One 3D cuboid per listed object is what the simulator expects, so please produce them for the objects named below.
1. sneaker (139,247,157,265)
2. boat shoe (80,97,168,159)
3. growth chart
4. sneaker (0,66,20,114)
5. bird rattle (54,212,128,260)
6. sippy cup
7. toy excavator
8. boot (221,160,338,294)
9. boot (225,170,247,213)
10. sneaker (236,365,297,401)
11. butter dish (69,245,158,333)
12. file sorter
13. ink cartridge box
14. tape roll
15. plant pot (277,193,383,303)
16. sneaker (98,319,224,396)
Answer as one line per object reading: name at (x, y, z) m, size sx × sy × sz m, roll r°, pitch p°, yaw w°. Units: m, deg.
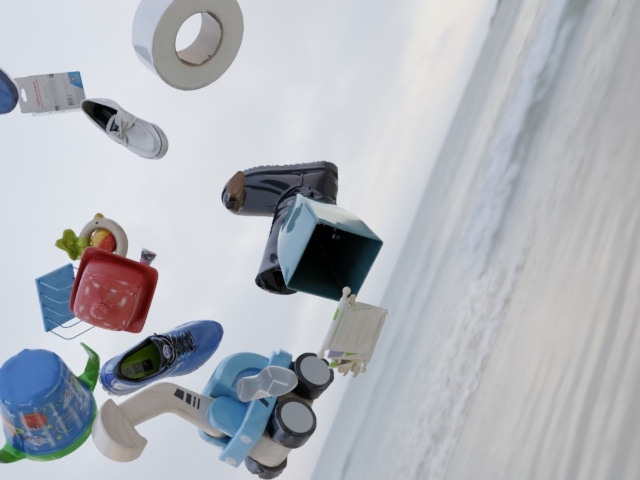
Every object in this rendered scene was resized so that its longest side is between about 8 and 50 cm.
sneaker at (-0.509, 0.058, 2.202) m, size 0.057 × 0.047 × 0.119 m, roll -63°, pitch 3°, yaw -17°
boat shoe at (-0.501, -0.289, 1.914) m, size 0.096 × 0.267 × 0.088 m, roll -58°, pitch -22°, yaw 17°
growth chart at (0.070, 0.196, 1.548) m, size 0.237 × 0.021 × 0.172 m, roll 29°, pitch -94°, yaw -59°
sneaker at (-0.720, -0.285, 1.427) m, size 0.130 × 0.323 × 0.236 m, roll -47°, pitch 42°, yaw 16°
bird rattle at (-0.674, 0.035, 2.308) m, size 0.207 × 0.253 × 0.143 m, roll -53°, pitch -18°, yaw 15°
sippy cup at (-0.686, 0.387, 1.856) m, size 0.224 × 0.240 × 0.305 m, roll 91°, pitch 179°, yaw -49°
toy excavator at (-0.245, 0.390, 1.759) m, size 0.222 × 0.445 × 0.433 m, roll -59°, pitch 5°, yaw 42°
boot at (-0.123, -0.023, 2.056) m, size 0.445 × 0.367 × 0.146 m, roll -88°, pitch -20°, yaw -46°
boot at (-0.210, -0.125, 1.943) m, size 0.118 × 0.042 × 0.087 m, roll -66°, pitch -12°, yaw 11°
sneaker at (-0.088, 0.257, 1.373) m, size 0.152 × 0.061 × 0.054 m, roll -21°, pitch 74°, yaw 44°
butter dish at (-0.419, 0.116, 1.487) m, size 0.118 × 0.160 × 0.160 m, roll -83°, pitch 14°, yaw -70°
file sorter at (-0.696, 0.172, 2.092) m, size 0.118 × 0.104 × 0.170 m, roll -31°, pitch -49°, yaw -46°
ink cartridge box at (-0.747, -0.402, 2.085) m, size 0.060 × 0.180 × 0.104 m, roll -8°, pitch 95°, yaw 60°
tape roll at (-0.335, -0.533, 1.936) m, size 0.286 × 0.100 × 0.286 m, roll -31°, pitch -38°, yaw -28°
plant pot at (0.000, 0.000, 1.696) m, size 0.166 × 0.165 × 0.234 m, roll -65°, pitch 26°, yaw 18°
sneaker at (-0.376, 0.286, 1.874) m, size 0.330 × 0.130 × 0.147 m, roll -25°, pitch -4°, yaw -32°
